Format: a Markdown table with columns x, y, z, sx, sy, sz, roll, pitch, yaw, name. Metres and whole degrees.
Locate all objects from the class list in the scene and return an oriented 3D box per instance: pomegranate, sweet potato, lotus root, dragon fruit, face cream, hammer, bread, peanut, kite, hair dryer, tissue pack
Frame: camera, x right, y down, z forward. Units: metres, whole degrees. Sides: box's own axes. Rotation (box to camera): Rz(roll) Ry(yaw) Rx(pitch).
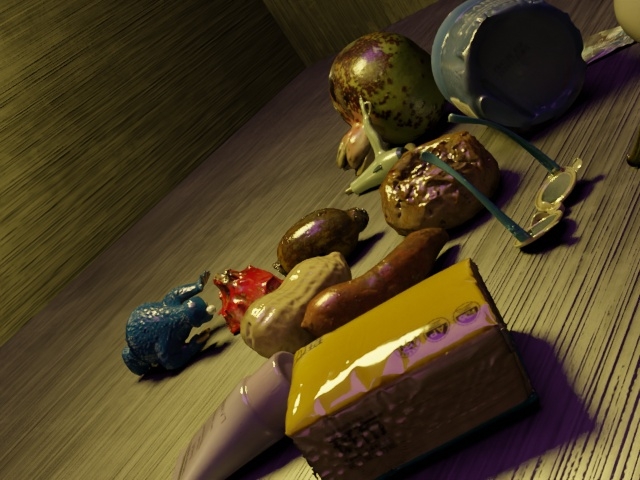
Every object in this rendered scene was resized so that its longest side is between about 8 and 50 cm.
| x | y | z | sx | sy | sz | roll | pitch | yaw | name |
| --- | --- | --- | --- | --- | --- | --- | --- | --- | --- |
| 0.131 | -0.310 | 1.824 | 0.341 | 0.285 | 0.285 | -62 | 24 | -8 | pomegranate |
| 0.101 | 0.068 | 1.193 | 0.292 | 0.097 | 0.097 | -32 | 17 | -20 | sweet potato |
| 0.000 | 0.000 | 1.483 | 0.209 | 0.120 | 0.120 | -34 | 19 | 5 | lotus root |
| -0.145 | 0.091 | 1.512 | 0.153 | 0.111 | 0.153 | -29 | 23 | 14 | dragon fruit |
| 0.361 | -0.345 | 1.499 | 0.249 | 0.249 | 0.225 | -34 | 22 | 4 | face cream |
| 0.139 | -0.152 | 1.763 | 0.195 | 0.028 | 0.060 | -33 | 25 | 16 | hammer |
| -0.123 | 0.271 | 1.093 | 0.274 | 0.096 | 0.154 | -43 | 19 | 17 | face cream |
| 0.204 | -0.102 | 1.372 | 0.230 | 0.123 | 0.230 | -30 | 17 | 10 | bread |
| -0.030 | 0.110 | 1.264 | 0.123 | 0.123 | 0.256 | -18 | 15 | 41 | peanut |
| 0.650 | -0.426 | 1.572 | 0.310 | 0.015 | 0.169 | -17 | 25 | 47 | kite |
| 0.098 | -0.197 | 1.719 | 0.067 | 0.199 | 0.167 | -12 | -29 | -49 | hair dryer |
| 0.097 | 0.154 | 0.909 | 0.271 | 0.134 | 0.192 | -31 | 18 | 11 | tissue pack |

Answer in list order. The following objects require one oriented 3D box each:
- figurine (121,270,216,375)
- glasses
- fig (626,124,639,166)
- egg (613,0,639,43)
| x | y | z | sx | sy | sz | roll | pitch | yaw | name |
| --- | --- | --- | --- | --- | --- | --- | --- | --- | --- |
| -0.306 | 0.169 | 1.524 | 0.262 | 0.120 | 0.164 | -40 | 47 | 31 | figurine |
| 0.262 | -0.091 | 1.164 | 0.190 | 0.220 | 0.088 | -54 | -13 | -41 | glasses |
| 0.511 | -0.218 | 1.096 | 0.186 | 0.142 | 0.148 | -29 | -3 | -15 | fig |
| 0.620 | -0.423 | 1.359 | 0.176 | 0.176 | 0.232 | -35 | 23 | 1 | egg |
